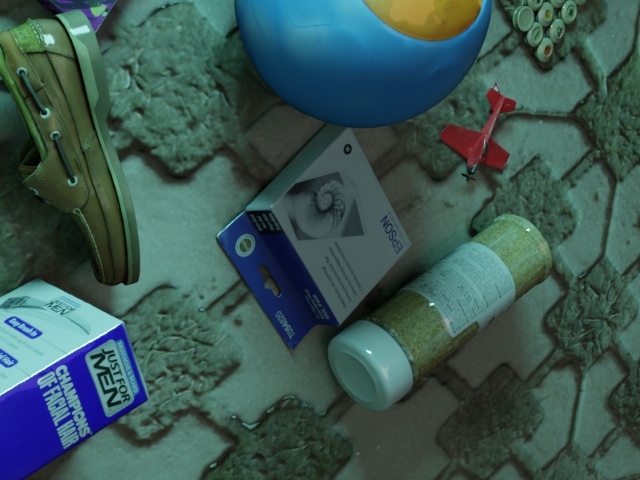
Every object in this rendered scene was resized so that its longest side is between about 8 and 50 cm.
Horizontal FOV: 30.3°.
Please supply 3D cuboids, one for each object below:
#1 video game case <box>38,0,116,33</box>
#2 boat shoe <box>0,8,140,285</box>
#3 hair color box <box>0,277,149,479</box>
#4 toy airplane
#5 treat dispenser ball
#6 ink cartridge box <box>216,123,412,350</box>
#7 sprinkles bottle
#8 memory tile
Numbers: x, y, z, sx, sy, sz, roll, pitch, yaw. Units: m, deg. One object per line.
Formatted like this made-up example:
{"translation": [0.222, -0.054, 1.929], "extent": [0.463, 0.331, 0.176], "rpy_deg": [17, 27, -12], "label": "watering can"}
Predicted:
{"translation": [-0.263, -0.358, 1.194], "extent": [0.232, 0.042, 0.210], "rpy_deg": [40, 77, -41], "label": "video game case"}
{"translation": [-0.268, -0.084, 1.239], "extent": [0.104, 0.111, 0.307], "rpy_deg": [-20, 115, -21], "label": "boat shoe"}
{"translation": [-0.363, 0.176, 1.167], "extent": [0.339, 0.185, 0.110], "rpy_deg": [-33, 122, -30], "label": "hair color box"}
{"translation": [0.240, -0.156, 1.708], "extent": [0.151, 0.028, 0.151], "rpy_deg": [-13, 110, -37], "label": "toy airplane"}
{"translation": [0.047, -0.270, 1.328], "extent": [0.288, 0.288, 0.288], "rpy_deg": [-14, 111, -38], "label": "treat dispenser ball"}
{"translation": [0.000, 0.000, 1.530], "extent": [0.224, 0.045, 0.223], "rpy_deg": [-47, 129, -21], "label": "ink cartridge box"}
{"translation": [0.173, 0.094, 1.660], "extent": [0.355, 0.121, 0.121], "rpy_deg": [-34, 123, -29], "label": "sprinkles bottle"}
{"translation": [0.344, -0.348, 1.754], "extent": [0.113, 0.012, 0.148], "rpy_deg": [44, 73, -40], "label": "memory tile"}
